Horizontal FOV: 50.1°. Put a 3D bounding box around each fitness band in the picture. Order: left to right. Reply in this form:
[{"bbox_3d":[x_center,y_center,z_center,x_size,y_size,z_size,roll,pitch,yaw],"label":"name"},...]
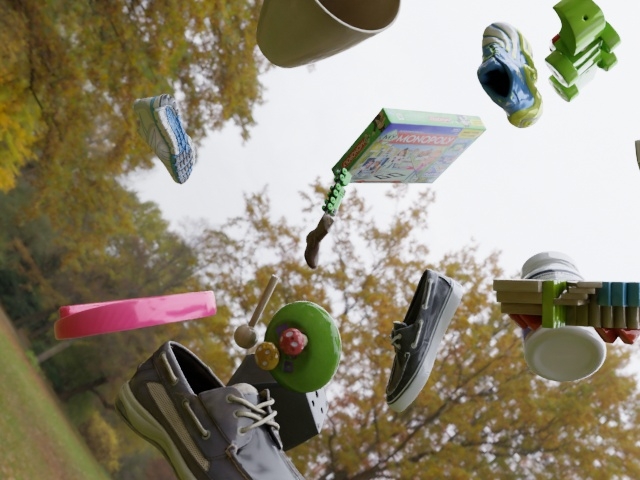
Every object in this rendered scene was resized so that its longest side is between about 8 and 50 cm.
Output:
[{"bbox_3d":[-0.304,0.122,1.144,0.209,0.291,0.054,-8,-92,27],"label":"fitness band"}]

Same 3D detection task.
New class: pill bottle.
[{"bbox_3d":[0.489,0.148,1.418,0.153,0.265,0.153,5,-53,7],"label":"pill bottle"}]

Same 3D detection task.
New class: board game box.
[{"bbox_3d":[0.206,-0.211,1.580,0.213,0.317,0.046,-47,-122,43],"label":"board game box"}]

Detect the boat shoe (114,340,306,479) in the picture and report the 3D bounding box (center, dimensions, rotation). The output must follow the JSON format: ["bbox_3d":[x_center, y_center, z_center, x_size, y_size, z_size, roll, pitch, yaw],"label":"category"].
[{"bbox_3d":[-0.125,0.244,0.883,0.355,0.130,0.132,28,2,29],"label":"boat shoe"}]

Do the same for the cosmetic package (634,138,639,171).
[{"bbox_3d":[0.443,-0.083,0.872,0.060,0.041,0.115,-13,-42,32],"label":"cosmetic package"}]

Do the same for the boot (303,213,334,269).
[{"bbox_3d":[0.000,0.000,1.638,0.114,0.037,0.106,-46,-136,49],"label":"boot"}]

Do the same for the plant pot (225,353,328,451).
[{"bbox_3d":[-0.084,0.356,1.521,0.188,0.167,0.187,-56,131,-72],"label":"plant pot"}]

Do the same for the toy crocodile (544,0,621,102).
[{"bbox_3d":[0.459,-0.336,1.235,0.105,0.115,0.340,53,15,14],"label":"toy crocodile"}]

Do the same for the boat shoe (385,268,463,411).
[{"bbox_3d":[0.192,0.204,1.432,0.102,0.301,0.108,28,-6,-11],"label":"boat shoe"}]

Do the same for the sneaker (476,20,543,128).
[{"bbox_3d":[0.329,-0.321,1.233,0.091,0.126,0.240,-31,-123,30],"label":"sneaker"}]

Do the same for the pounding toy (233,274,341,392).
[{"bbox_3d":[-0.081,0.196,1.350,0.237,0.110,0.183,36,-75,31],"label":"pounding toy"}]

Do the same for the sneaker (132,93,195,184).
[{"bbox_3d":[-0.292,-0.187,1.264,0.083,0.071,0.191,6,-47,19],"label":"sneaker"}]

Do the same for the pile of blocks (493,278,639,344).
[{"bbox_3d":[0.486,0.126,1.195,0.149,0.362,0.113,12,78,-79],"label":"pile of blocks"}]

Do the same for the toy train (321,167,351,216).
[{"bbox_3d":[0.024,-0.067,0.968,0.017,0.083,0.024,-13,-46,43],"label":"toy train"}]

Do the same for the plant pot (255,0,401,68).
[{"bbox_3d":[-0.016,-0.476,1.426,0.274,0.256,0.256,-28,-87,52],"label":"plant pot"}]
